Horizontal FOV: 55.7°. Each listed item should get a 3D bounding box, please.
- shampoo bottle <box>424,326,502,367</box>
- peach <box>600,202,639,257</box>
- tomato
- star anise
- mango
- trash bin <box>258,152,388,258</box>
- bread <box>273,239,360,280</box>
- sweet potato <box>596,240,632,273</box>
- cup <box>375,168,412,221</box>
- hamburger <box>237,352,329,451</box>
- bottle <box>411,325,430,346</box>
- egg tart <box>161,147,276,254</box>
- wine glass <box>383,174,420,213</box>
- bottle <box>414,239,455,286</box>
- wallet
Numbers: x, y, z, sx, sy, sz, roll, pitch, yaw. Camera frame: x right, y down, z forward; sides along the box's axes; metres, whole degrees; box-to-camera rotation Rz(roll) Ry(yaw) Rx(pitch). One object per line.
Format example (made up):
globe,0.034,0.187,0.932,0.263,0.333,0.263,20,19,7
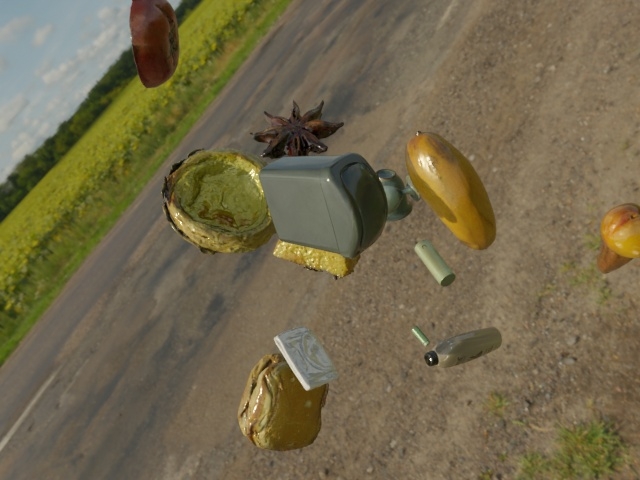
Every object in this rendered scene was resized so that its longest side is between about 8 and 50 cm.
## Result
shampoo bottle,0.425,0.326,1.825,0.127,0.256,0.078,105,146,-46
peach,0.770,-0.025,1.515,0.138,0.138,0.138,-38,23,20
tomato,-0.384,-0.471,1.431,0.225,0.084,0.225,180,90,-86
star anise,-0.065,-0.293,1.721,0.271,0.103,0.272,-4,50,5
mango,0.341,-0.127,1.559,0.144,0.359,0.187,-36,5,1
trash bin,0.007,-0.066,1.103,0.236,0.177,0.101,8,35,44
bread,-0.003,-0.002,1.824,0.160,0.260,0.147,-52,-21,-58
sweet potato,0.826,0.020,1.682,0.097,0.097,0.252,-60,-15,-29
cup,0.240,-0.181,2.231,0.198,0.150,0.199,-4,34,2
hamburger,-0.119,0.533,1.994,0.174,0.284,0.305,22,94,58
bottle,0.390,0.371,2.349,0.030,0.030,0.083,-44,66,7
egg tart,-0.212,-0.083,1.347,0.279,0.278,0.095,-61,-1,-31
wine glass,0.200,-0.125,1.873,0.202,0.093,0.093,-24,20,-10
bottle,0.446,0.087,2.364,0.072,0.072,0.202,-42,48,12
wallet,-0.036,0.311,1.632,0.124,0.183,0.032,-12,-34,-38
